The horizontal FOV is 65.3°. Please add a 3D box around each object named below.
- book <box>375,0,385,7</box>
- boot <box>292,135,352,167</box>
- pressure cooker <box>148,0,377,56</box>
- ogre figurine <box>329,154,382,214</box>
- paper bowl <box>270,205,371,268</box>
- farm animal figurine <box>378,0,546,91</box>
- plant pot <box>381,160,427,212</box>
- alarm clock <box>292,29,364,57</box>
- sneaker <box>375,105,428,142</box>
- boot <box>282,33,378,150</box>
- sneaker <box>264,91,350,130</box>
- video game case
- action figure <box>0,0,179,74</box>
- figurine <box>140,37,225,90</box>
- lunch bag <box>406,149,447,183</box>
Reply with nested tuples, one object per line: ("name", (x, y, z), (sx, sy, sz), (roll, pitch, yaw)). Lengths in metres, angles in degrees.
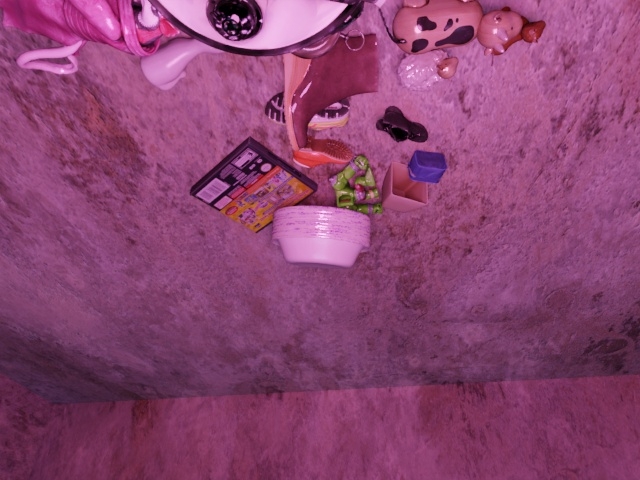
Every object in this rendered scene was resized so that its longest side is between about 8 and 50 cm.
("book", (0.119, -0.525, 0.932), (0.096, 0.035, 0.144), (25, 138, -22))
("boot", (0.003, -0.221, 1.308), (0.158, 0.059, 0.084), (13, 144, -1))
("pressure cooker", (-0.083, -0.472, 0.689), (0.370, 0.420, 0.375), (-17, 138, 23))
("ogre figurine", (0.096, -0.138, 1.378), (0.118, 0.096, 0.197), (-18, 151, 6))
("paper bowl", (0.000, 0.000, 1.426), (0.285, 0.148, 0.284), (4, 172, 1))
("farm animal figurine", (0.273, -0.425, 0.905), (0.327, 0.172, 0.330), (-16, 145, 16))
("plant pot", (0.222, -0.135, 1.375), (0.109, 0.109, 0.096), (14, 151, -16))
("alarm clock", (-0.004, -0.422, 0.987), (0.192, 0.064, 0.129), (16, 104, -7))
("sneaker", (0.201, -0.265, 1.214), (0.170, 0.089, 0.051), (29, 134, -30))
("boot", (0.024, -0.320, 1.084), (0.207, 0.090, 0.248), (-1, 109, -2))
("sneaker", (-0.030, -0.297, 1.193), (0.209, 0.081, 0.094), (7, 170, 12))
("video game case", (-0.191, -0.146, 1.424), (0.248, 0.035, 0.275), (32, 132, -33))
("action figure", (-0.380, -0.369, 0.816), (0.370, 0.248, 0.275), (24, 113, 17))
("figurine", (-0.303, -0.436, 1.018), (0.210, 0.092, 0.215), (-19, 139, 18))
("lunch bag", (0.277, -0.191, 1.323), (0.099, 0.067, 0.065), (7, 142, -8))
